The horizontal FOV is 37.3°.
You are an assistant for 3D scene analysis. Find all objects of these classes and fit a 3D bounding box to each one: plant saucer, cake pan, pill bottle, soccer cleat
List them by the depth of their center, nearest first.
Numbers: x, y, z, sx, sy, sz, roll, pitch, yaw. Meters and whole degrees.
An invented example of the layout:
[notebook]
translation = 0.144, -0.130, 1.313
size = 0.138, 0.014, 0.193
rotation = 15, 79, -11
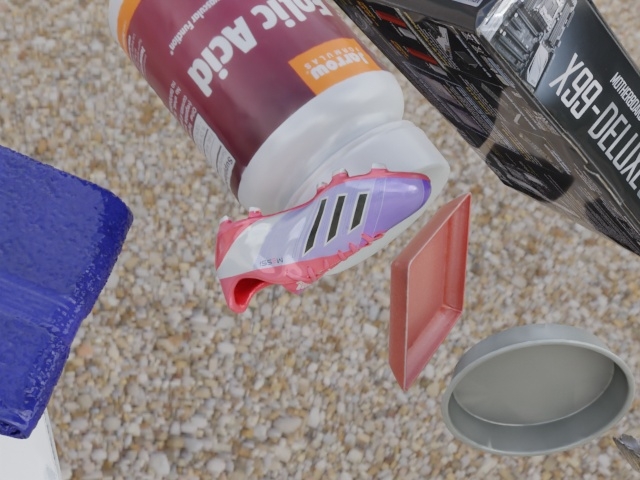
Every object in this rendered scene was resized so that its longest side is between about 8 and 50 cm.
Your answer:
[soccer cleat]
translation = 0.000, 0.000, 0.872
size = 0.083, 0.248, 0.095
rotation = 12, 67, -51
[pill bottle]
translation = -0.048, -0.166, 1.078
size = 0.224, 0.224, 0.392
rotation = -30, 71, -28
[cake pan]
translation = 0.330, 0.230, 1.461
size = 0.293, 0.293, 0.054
rotation = 7, 43, -7
[plant saucer]
translation = 0.178, 0.079, 1.587
size = 0.048, 0.259, 0.258
rotation = 15, 35, 25

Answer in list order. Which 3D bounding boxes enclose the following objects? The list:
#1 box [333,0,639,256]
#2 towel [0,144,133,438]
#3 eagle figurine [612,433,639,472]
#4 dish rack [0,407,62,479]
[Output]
[box]
translation = 0.160, -0.117, 0.753
size = 0.076, 0.307, 0.242
rotation = -50, 34, 1
[towel]
translation = -0.351, 0.045, 0.997
size = 0.228, 0.076, 0.308
rotation = 24, 52, -8
[eagle figurine]
translation = 0.601, 0.410, 1.608
size = 0.226, 0.225, 0.298
rotation = 34, 36, 29
[dish rack]
translation = -0.461, 0.256, 1.235
size = 0.285, 0.072, 0.332
rotation = -10, 85, -55
